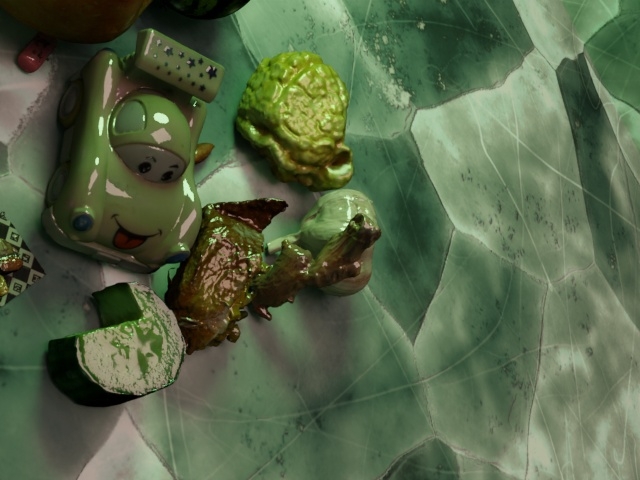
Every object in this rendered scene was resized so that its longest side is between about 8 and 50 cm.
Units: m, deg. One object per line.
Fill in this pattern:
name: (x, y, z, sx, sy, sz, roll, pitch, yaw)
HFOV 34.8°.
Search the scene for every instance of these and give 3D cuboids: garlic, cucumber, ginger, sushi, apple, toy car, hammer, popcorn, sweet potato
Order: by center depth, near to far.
sushi: (-0.484, 0.029, 1.548, 0.120, 0.026, 0.126, 57, 42, -11)
cucumber: (-0.318, 0.176, 1.598, 0.191, 0.130, 0.191, 16, 62, -34)
apple: (-0.384, -0.517, 1.626, 0.374, 0.384, 0.374, 36, 18, -14)
toy car: (-0.291, -0.142, 1.674, 0.242, 0.226, 0.336, 24, 56, -39)
hammer: (-0.470, -0.314, 1.698, 0.043, 0.043, 0.083, 45, 46, -24)
sushi: (-0.166, 0.063, 1.754, 0.179, 0.167, 0.296, 29, 59, -20)
ginger: (-0.016, 0.041, 1.862, 0.122, 0.290, 0.084, 63, 13, 0)
sweet potato: (-0.226, -0.163, 1.899, 0.034, 0.034, 0.095, 61, 31, -8)
garlic: (0.000, 0.000, 1.981, 0.212, 0.218, 0.219, 3, 68, -10)
popcorn: (-0.054, -0.233, 2.015, 0.225, 0.173, 0.286, -9, 91, -33)

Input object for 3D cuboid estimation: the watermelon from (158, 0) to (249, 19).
watermelon: (-0.225, -0.550, 1.902, 0.269, 0.269, 0.269, 21, 60, -40)
